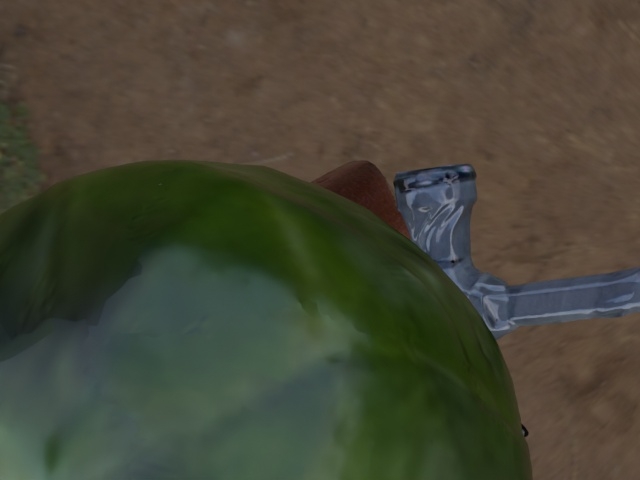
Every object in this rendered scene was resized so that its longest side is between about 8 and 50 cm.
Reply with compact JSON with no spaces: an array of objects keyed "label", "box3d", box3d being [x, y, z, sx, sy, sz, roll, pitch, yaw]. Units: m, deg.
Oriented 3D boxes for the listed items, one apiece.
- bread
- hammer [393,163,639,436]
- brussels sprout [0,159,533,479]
[{"label":"bread","box3d":[-0.001,-0.001,1.153,0.119,0.192,0.067,-21,96,41]},{"label":"hammer","box3d":[0.234,0.006,0.934,0.426,0.044,0.152,-10,88,26]},{"label":"brussels sprout","box3d":[-0.071,0.110,0.873,0.354,0.281,0.289,-13,79,35]}]
